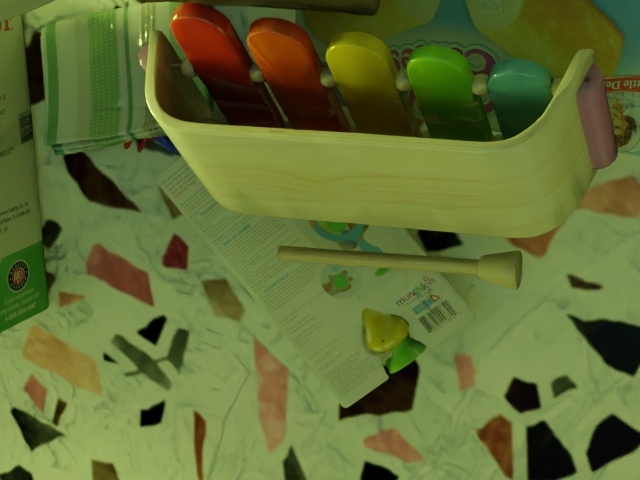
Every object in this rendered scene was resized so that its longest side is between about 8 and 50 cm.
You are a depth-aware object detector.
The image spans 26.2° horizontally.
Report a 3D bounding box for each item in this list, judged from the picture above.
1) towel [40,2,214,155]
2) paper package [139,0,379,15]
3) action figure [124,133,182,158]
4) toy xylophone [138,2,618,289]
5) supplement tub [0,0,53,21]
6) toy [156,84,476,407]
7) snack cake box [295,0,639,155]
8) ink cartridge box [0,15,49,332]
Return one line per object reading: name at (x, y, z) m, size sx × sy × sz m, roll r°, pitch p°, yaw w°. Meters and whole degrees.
towel at (-0.157, -0.134, 1.101) m, size 0.152 × 0.023 × 0.113 m, roll -8°, pitch 82°, yaw 23°
paper package at (-0.037, -0.311, 0.765) m, size 0.168 × 0.309 × 0.325 m, roll 3°, pitch 89°, yaw 4°
action figure at (-0.100, -0.070, 1.107) m, size 0.115 × 0.038 × 0.030 m, roll 9°, pitch 85°, yaw 21°
toy xylophone at (0.034, -0.058, 0.929) m, size 0.322 × 0.236 × 0.081 m, roll 9°, pitch 66°, yaw 13°
supplement tub at (-0.259, -0.342, 0.986) m, size 0.235 × 0.235 × 0.325 m, roll -28°, pitch 92°, yaw 26°
toy at (0.000, 0.000, 1.075) m, size 0.137 × 0.056 × 0.237 m, roll -37°, pitch 93°, yaw 22°
snack cake box at (0.118, -0.160, 0.953) m, size 0.264 × 0.089 × 0.152 m, roll 11°, pitch 118°, yaw 19°
ink cartridge box at (-0.334, -0.058, 1.108) m, size 0.121 × 0.211 × 0.289 m, roll 3°, pitch 104°, yaw 22°
